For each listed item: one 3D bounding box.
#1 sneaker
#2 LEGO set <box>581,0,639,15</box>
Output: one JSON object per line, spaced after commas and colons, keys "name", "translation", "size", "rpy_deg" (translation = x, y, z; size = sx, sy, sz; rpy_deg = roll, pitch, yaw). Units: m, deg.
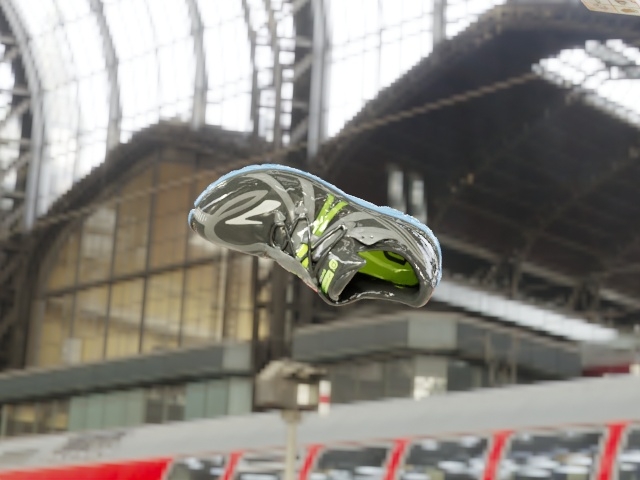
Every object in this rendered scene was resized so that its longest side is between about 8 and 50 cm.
{"name": "sneaker", "translation": [0.000, 0.000, 1.001], "size": [0.188, 0.078, 0.067], "rpy_deg": [17, -60, -11]}
{"name": "LEGO set", "translation": [0.241, -0.324, 1.623], "size": [0.244, 0.060, 0.182], "rpy_deg": [13, -9, 36]}
